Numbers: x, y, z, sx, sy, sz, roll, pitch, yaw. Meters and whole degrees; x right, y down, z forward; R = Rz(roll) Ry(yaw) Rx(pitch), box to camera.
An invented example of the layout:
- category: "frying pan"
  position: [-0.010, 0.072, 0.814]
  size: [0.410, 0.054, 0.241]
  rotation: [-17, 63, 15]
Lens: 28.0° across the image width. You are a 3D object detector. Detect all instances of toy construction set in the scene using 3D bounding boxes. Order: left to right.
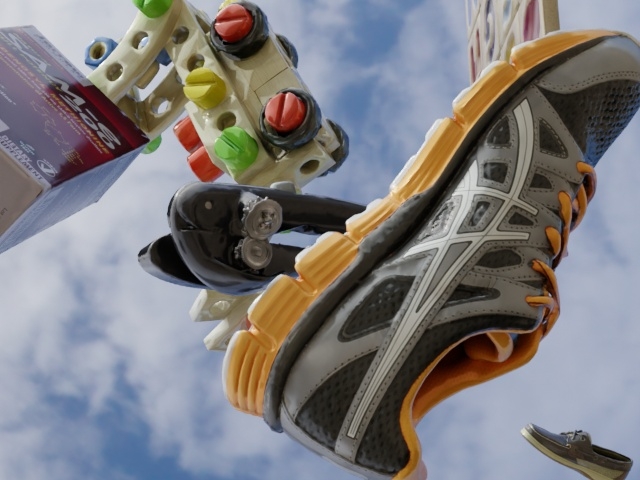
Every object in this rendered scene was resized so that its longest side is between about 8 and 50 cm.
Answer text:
- category: "toy construction set"
  position: [-0.098, -0.077, 1.051]
  size: [0.215, 0.151, 0.328]
  rotation: [-35, -107, 10]

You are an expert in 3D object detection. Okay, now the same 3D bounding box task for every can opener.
- category: "can opener"
  position: [0.000, 0.000, 0.670]
  size: [0.186, 0.073, 0.059]
  rotation: [2, -89, -31]

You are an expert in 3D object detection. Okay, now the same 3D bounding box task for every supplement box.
- category: "supplement box"
  position: [-0.210, -0.072, 0.859]
  size: [0.130, 0.239, 0.073]
  rotation: [44, -77, -3]

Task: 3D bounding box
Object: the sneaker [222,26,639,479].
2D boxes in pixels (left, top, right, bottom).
- category: "sneaker"
  position: [0.062, 0.005, 0.493]
  size: [0.215, 0.083, 0.084]
  rotation: [-46, -24, -13]

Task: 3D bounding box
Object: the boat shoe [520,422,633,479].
- category: "boat shoe"
  position: [0.322, 0.260, 1.610]
  size: [0.152, 0.056, 0.049]
  rotation: [28, -80, -15]

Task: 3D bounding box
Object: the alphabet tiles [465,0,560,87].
- category: "alphabet tiles"
  position: [0.108, -0.229, 0.766]
  size: [0.011, 0.285, 0.343]
  rotation: [-1, -106, -3]
